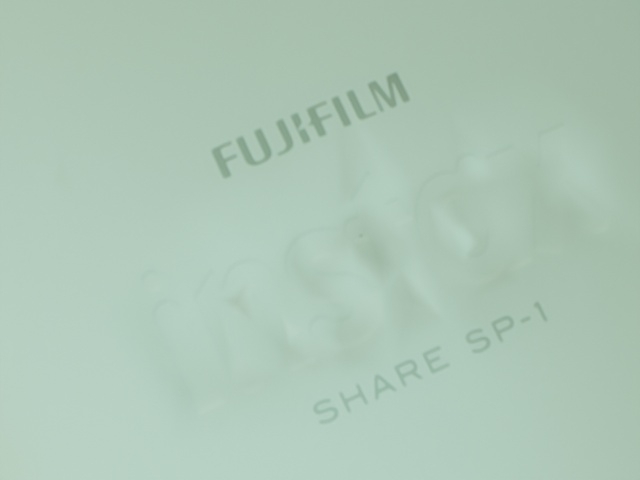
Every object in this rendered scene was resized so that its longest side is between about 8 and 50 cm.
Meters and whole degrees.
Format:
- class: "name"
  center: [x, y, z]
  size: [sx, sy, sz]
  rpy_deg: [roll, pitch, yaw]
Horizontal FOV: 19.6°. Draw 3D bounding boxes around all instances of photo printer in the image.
- class: "photo printer"
  center: [0.000, 0.000, 0.437]
  size: [0.256, 0.107, 0.307]
  rpy_deg: [-23, 80, -12]
